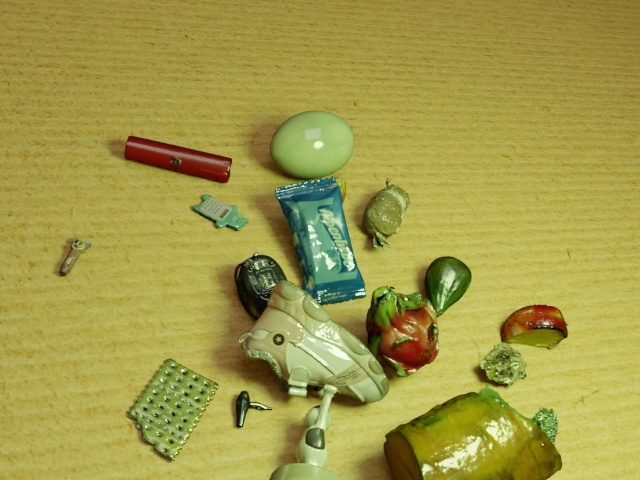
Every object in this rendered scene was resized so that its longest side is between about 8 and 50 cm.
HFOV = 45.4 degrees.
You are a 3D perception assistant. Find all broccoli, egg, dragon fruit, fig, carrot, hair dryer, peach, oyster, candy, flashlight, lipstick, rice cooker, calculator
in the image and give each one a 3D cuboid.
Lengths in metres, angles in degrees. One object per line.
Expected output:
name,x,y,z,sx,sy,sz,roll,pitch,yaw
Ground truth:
broccoli,0.456,0.413,1.785,0.204,0.123,0.118,36,33,30
egg,-0.022,-0.262,2.103,0.253,0.187,0.187,-14,57,-32
dragon fruit,0.192,0.186,1.765,0.198,0.269,0.200,10,38,30
fig,0.314,0.127,1.962,0.117,0.117,0.178,24,65,1
carrot,0.299,0.450,1.593,0.340,0.242,0.242,-16,59,-28
hair dryer,-0.143,0.369,1.655,0.083,0.031,0.079,14,59,-18
peach,0.549,0.217,1.969,0.172,0.127,0.093,-4,57,10
oyster,0.454,0.312,1.886,0.165,0.053,0.108,-27,75,-42
candy,0.000,0.000,1.933,0.187,0.077,0.331,-10,78,-24
flashlight,-0.574,0.035,1.775,0.052,0.031,0.110,20,48,-3
lipstick,-0.374,-0.216,2.025,0.279,0.073,0.073,12,49,-8
rice cooker,-0.137,0.110,1.816,0.112,0.106,0.165,-17,70,-25
calculator,-0.256,-0.070,1.979,0.141,0.019,0.094,28,46,6

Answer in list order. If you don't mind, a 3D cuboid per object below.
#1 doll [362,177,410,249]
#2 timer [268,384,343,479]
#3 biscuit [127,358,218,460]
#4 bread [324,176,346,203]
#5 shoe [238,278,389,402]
doll,0.168,-0.062,2.063,0.115,0.105,0.221,50,48,-32
timer,-0.015,0.439,1.548,0.175,0.175,0.266,17,45,-5
biscuit,-0.317,0.349,1.616,0.144,0.016,0.203,28,48,5
bread,0.037,-0.119,2.060,0.053,0.106,0.072,34,49,11
shoe,-0.016,0.261,1.707,0.351,0.172,0.198,44,86,-5
